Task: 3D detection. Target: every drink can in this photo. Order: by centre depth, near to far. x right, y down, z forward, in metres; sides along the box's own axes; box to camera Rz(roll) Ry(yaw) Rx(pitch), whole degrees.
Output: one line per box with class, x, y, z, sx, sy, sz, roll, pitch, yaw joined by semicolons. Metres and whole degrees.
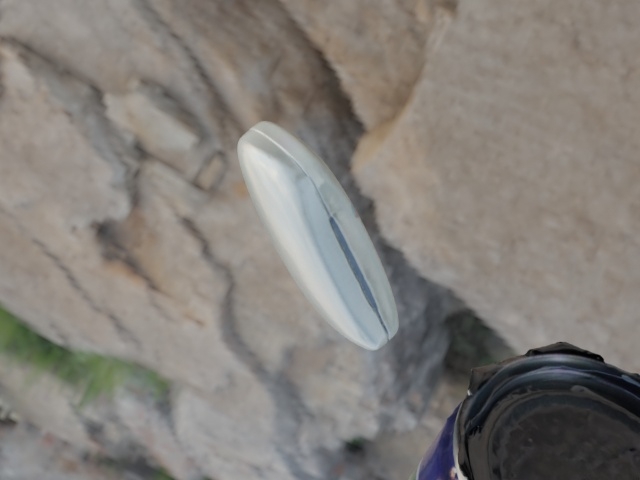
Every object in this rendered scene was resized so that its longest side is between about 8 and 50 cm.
drink can;0.042;0.143;0.532;0.097;0.097;0.235;26;132;-1

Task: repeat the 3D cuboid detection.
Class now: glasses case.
glasses case;0.000;0.000;1.115;0.081;0.051;0.204;39;162;43
